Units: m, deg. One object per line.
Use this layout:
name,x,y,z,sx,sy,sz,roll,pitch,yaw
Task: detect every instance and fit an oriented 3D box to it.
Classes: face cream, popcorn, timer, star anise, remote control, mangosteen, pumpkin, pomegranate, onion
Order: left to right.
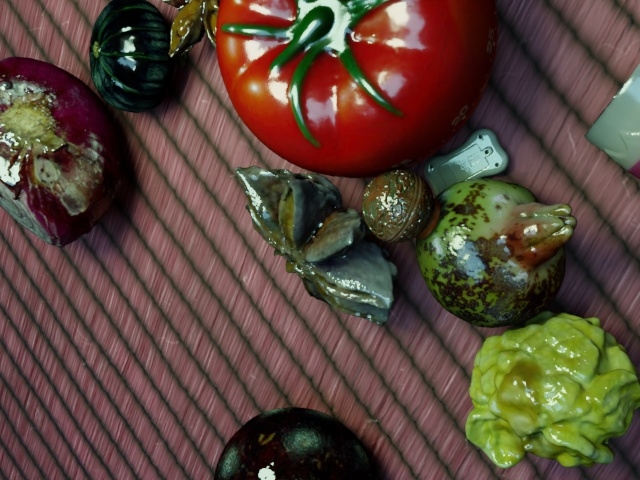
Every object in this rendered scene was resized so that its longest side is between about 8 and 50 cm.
onion,-0.496,-0.170,1.138,0.337,0.260,0.282,42,152,2
pumpkin,-0.328,-0.320,1.092,0.194,0.150,0.194,-1,88,27
star anise,-0.188,-0.363,1.036,0.212,0.053,0.157,21,74,-6
mangosteen,-0.049,0.415,1.049,0.288,0.288,0.288,4,101,23
star anise,0.001,0.002,0.963,0.117,0.331,0.332,-42,79,-13
timer,0.048,-0.274,0.863,0.378,0.279,0.378,3,97,24
remote control,0.219,-0.113,0.950,0.122,0.032,0.074,-30,86,25
pomegranate,0.251,0.009,0.850,0.214,0.214,0.248,62,149,3
popcorn,0.316,0.211,0.859,0.235,0.217,0.181,14,143,48
face cream,0.454,-0.141,0.763,0.195,0.175,0.175,39,112,14

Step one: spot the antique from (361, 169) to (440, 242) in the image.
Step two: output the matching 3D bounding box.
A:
antique,0.102,-0.045,0.834,0.104,0.104,0.104,4,101,23
